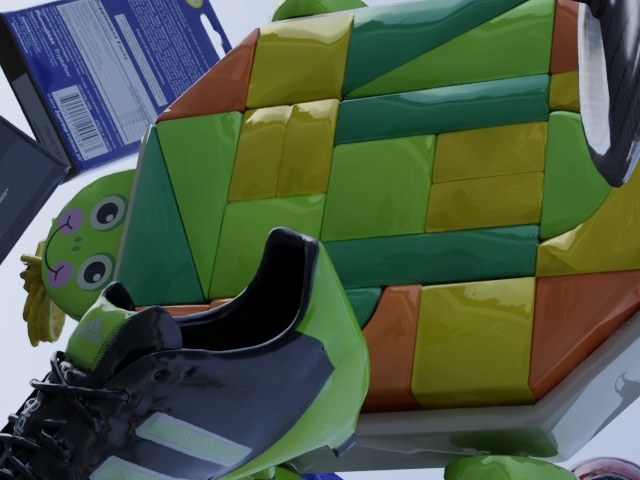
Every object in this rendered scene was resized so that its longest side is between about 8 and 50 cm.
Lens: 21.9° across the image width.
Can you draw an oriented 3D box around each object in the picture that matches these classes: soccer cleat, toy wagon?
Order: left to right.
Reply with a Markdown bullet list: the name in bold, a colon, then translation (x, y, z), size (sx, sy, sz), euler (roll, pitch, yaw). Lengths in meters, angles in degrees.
- **soccer cleat**: translation (-0.064, 0.056, 0.447), size (0.060, 0.179, 0.072), euler (25, -42, 50)
- **toy wagon**: translation (0.000, 0.000, 0.743), size (0.344, 0.267, 0.068), euler (-5, -31, 23)

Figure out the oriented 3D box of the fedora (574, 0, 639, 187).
- **fedora**: translation (0.031, -0.159, 0.352), size (0.124, 0.275, 0.244), euler (12, -18, 6)

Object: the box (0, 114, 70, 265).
- **box**: translation (-0.296, -0.011, 1.078), size (0.175, 0.220, 0.051), euler (37, -25, -8)

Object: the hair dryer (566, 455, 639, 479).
- **hair dryer**: translation (0.228, 0.213, 0.990), size (0.223, 0.080, 0.293), euler (42, -7, -23)

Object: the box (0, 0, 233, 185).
- **box**: translation (-0.154, -0.137, 1.329), size (0.036, 0.225, 0.136), euler (-26, -90, 41)

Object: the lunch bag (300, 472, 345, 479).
- **lunch bag**: translation (0.006, 0.318, 1.041), size (0.293, 0.221, 0.138), euler (51, 7, 36)
